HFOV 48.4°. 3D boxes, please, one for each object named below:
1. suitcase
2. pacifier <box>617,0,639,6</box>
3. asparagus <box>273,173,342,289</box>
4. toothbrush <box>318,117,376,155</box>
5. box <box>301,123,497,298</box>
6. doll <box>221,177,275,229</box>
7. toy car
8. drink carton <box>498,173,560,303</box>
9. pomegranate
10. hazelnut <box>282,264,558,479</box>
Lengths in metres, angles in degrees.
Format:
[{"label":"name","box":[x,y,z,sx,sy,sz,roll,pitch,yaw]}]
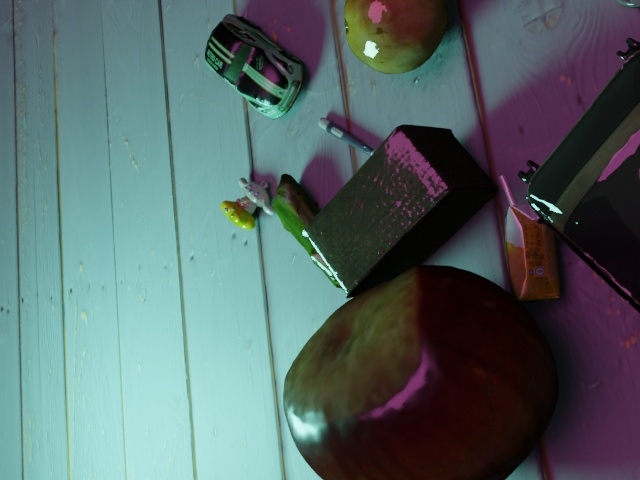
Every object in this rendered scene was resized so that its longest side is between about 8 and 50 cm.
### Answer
[{"label":"suitcase","box":[0.471,-0.045,0.880,0.434,0.194,0.283,51,118,32]},{"label":"pacifier","box":[0.436,-0.396,1.009,0.150,0.116,0.127,65,151,22]},{"label":"asparagus","box":[0.000,-0.001,1.383,0.085,0.082,0.343,-32,58,-6]},{"label":"toothbrush","box":[0.086,-0.175,1.358,0.288,0.026,0.024,38,103,39]},{"label":"box","box":[0.130,-0.047,1.182,0.273,0.184,0.143,-47,66,29]},{"label":"doll","box":[-0.147,-0.077,1.541,0.135,0.071,0.113,15,76,36]},{"label":"toy car","box":[-0.162,-0.386,1.543,0.306,0.125,0.136,48,115,37]},{"label":"drink carton","box":[0.318,-0.006,1.086,0.074,0.084,0.200,-4,81,10]},{"label":"pomegranate","box":[0.132,-0.386,1.232,0.191,0.191,0.191,-6,81,42]},{"label":"hazelnut","box":[0.150,0.215,1.061,0.409,0.359,0.359,-25,69,36]}]
